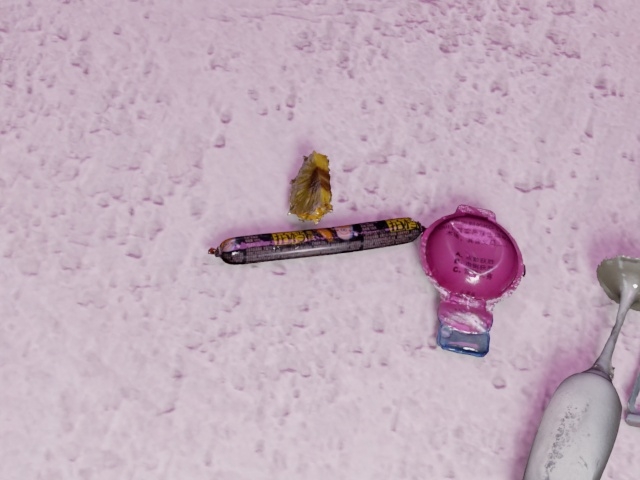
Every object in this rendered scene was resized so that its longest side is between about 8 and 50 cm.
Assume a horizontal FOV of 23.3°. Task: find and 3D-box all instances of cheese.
[{"bbox_3d":[0.128,0.032,1.325,0.095,0.038,0.145,11,58,-3],"label":"cheese"}]

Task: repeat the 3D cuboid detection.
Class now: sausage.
[{"bbox_3d":[0.000,0.000,1.327,0.198,0.025,0.028,-6,58,-18],"label":"sausage"}]

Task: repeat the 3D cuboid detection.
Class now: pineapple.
[{"bbox_3d":[-0.009,-0.041,1.344,0.019,0.045,0.083,29,34,-28],"label":"pineapple"}]

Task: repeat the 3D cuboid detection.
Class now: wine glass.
[{"bbox_3d":[0.221,0.125,1.259,0.074,0.074,0.262,25,53,6],"label":"wine glass"}]

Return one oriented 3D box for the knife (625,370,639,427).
[{"bbox_3d":[0.389,0.102,1.242,0.278,0.053,0.123,-7,45,38],"label":"knife"}]
